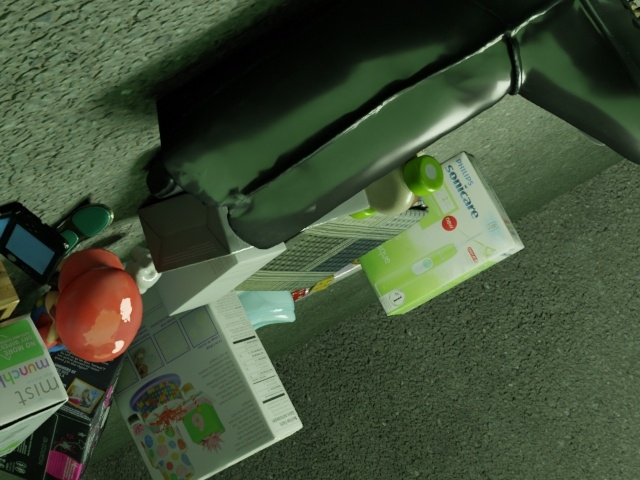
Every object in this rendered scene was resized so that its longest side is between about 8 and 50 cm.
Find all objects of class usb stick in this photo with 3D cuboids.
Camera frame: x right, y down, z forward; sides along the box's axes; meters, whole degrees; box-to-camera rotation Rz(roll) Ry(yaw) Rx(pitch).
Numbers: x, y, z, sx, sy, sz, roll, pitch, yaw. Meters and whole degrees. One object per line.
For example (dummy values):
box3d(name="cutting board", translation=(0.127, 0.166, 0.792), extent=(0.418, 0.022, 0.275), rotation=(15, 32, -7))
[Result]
box3d(name="usb stick", translation=(-0.085, -0.107, 1.395), extent=(0.278, 0.045, 0.077), rotation=(-20, 170, -38))

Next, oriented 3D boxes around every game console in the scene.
box3d(name="game console", translation=(-0.347, 0.015, 1.262), extent=(0.071, 0.107, 0.122), rotation=(-55, -173, -33))

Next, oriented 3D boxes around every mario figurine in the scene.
box3d(name="mario figurine", translation=(-0.338, 0.073, 1.549), extent=(0.320, 0.170, 0.198), rotation=(-24, -146, 57))

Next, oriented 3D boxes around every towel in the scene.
box3d(name="towel", translation=(0.000, 0.000, 2.071), extent=(0.312, 0.056, 0.324), rotation=(-32, 162, 27))

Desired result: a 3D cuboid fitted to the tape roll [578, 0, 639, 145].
box3d(name="tape roll", translation=(0.310, -0.223, 1.352), extent=(0.072, 0.219, 0.219), rotation=(-27, 170, 0))

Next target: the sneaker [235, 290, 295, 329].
box3d(name="sneaker", translation=(-0.217, 0.183, 2.222), extent=(0.366, 0.150, 0.135), rotation=(-29, 169, 7))

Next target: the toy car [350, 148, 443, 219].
box3d(name="toy car", translation=(0.119, -0.133, 1.587), extent=(0.188, 0.149, 0.155), rotation=(-35, -171, -41))

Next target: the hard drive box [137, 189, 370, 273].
box3d(name="hard drive box", translation=(-0.085, -0.040, 1.482), extent=(0.232, 0.089, 0.181), rotation=(-19, -176, -39))

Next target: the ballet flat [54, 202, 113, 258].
box3d(name="ballet flat", translation=(-0.283, -0.018, 1.370), extent=(0.114, 0.041, 0.041), rotation=(-33, 169, 30))

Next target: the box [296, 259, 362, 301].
box3d(name="box", translation=(0.076, 0.030, 2.470), extent=(0.324, 0.067, 0.063), rotation=(-25, 170, -10))

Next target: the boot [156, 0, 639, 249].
box3d(name="boot", translation=(0.110, -0.112, 1.176), extent=(0.445, 0.367, 0.146), rotation=(-33, -148, 12))

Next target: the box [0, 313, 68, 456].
box3d(name="box", translation=(-0.470, 0.219, 1.375), extent=(0.262, 0.126, 0.231), rotation=(-20, 167, -38))

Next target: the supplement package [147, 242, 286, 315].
box3d(name="supplement package", translation=(-0.157, 0.017, 1.665), extent=(0.179, 0.105, 0.105), rotation=(-36, 168, 39))

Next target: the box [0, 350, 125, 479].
box3d(name="box", translation=(-0.413, 0.257, 1.777), extent=(0.247, 0.163, 0.142), rotation=(114, -3, -48))

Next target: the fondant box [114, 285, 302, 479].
box3d(name="fondant box", translation=(-0.211, 0.205, 1.825), extent=(0.238, 0.330, 0.096), rotation=(-31, 169, 25))

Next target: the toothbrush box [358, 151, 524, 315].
box3d(name="toothbrush box", translation=(0.215, -0.010, 2.232), extent=(0.283, 0.206, 0.122), rotation=(-29, 169, 14))

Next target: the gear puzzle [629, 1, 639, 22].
box3d(name="gear puzzle", translation=(0.386, -0.290, 1.719), extent=(0.175, 0.044, 0.339), rotation=(-33, 169, 31))

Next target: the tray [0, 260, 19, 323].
box3d(name="tray", translation=(-0.563, 0.138, 1.297), extent=(0.411, 0.076, 0.203), rotation=(-22, 168, -34))

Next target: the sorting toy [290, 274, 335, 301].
box3d(name="sorting toy", translation=(-0.020, 0.043, 2.293), extent=(0.132, 0.046, 0.274), rotation=(-25, 160, -14))
